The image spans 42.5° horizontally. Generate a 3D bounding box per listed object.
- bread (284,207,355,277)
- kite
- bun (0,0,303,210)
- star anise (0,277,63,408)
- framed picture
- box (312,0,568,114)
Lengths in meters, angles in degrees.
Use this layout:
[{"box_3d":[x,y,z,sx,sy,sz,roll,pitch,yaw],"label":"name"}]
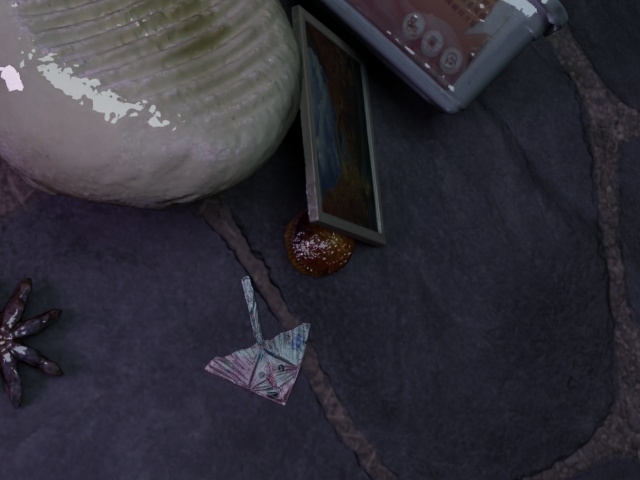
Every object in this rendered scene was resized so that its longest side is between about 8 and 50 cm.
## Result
[{"box_3d":[0.000,0.000,0.960,0.085,0.053,0.085,5,75,-20],"label":"bread"},{"box_3d":[-0.071,0.116,0.932,0.137,0.005,0.153,-21,84,-25],"label":"kite"},{"box_3d":[-0.203,-0.180,0.839,0.365,0.219,0.365,15,57,-24],"label":"bun"},{"box_3d":[-0.320,0.096,0.821,0.141,0.042,0.141,6,74,-21],"label":"star anise"},{"box_3d":[0.023,-0.127,0.958,0.184,0.016,0.250,20,62,-61],"label":"framed picture"},{"box_3d":[0.121,-0.304,1.009,0.312,0.175,0.182,39,98,-8],"label":"box"}]
